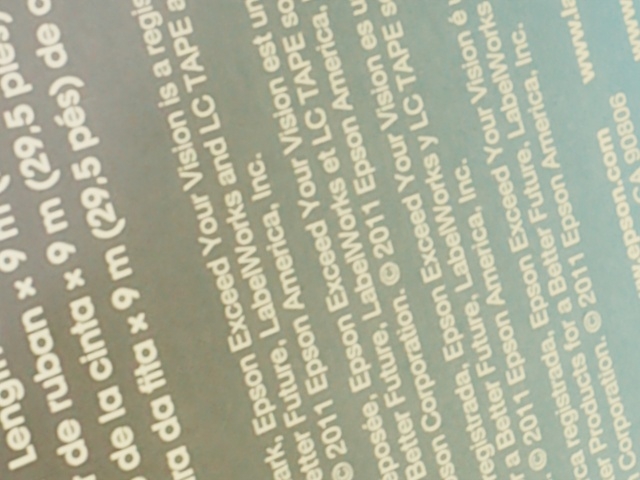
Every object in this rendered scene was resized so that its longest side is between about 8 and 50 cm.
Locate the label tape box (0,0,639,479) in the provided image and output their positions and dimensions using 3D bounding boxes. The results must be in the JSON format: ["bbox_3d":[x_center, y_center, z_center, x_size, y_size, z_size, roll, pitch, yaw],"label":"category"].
[{"bbox_3d":[-0.042,0.018,0.389,0.333,0.106,0.240,-21,100,-30],"label":"label tape box"}]
